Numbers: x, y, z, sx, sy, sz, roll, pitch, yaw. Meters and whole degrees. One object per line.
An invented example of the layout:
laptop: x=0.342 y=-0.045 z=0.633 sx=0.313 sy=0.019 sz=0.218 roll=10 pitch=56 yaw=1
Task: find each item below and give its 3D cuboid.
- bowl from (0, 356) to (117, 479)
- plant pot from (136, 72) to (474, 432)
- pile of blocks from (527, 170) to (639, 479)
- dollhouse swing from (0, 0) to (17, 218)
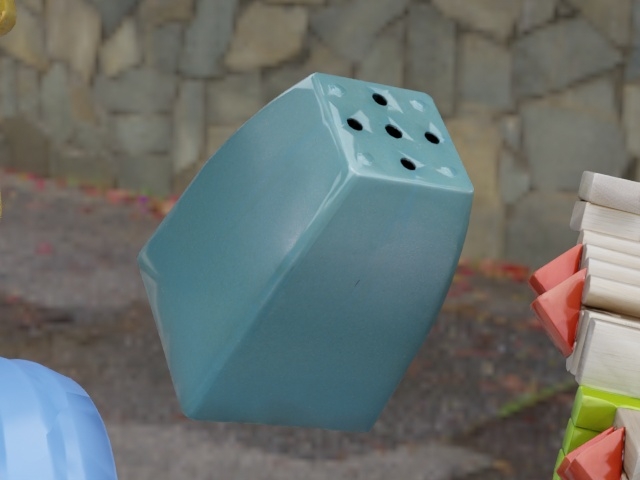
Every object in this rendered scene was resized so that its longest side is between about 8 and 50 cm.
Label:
bowl: x=-0.224 y=0.229 z=0.844 sx=0.077 sy=0.391 sz=0.391 roll=25 pitch=2 yaw=-27
plant pot: x=0.000 y=0.000 z=1.370 sx=0.165 sy=0.234 sz=0.165 roll=8 pitch=42 yaw=-31
pile of blocks: x=0.182 y=0.086 z=1.192 sx=0.113 sy=0.149 sz=0.362 roll=13 pitch=38 yaw=-3
dollhouse swing: x=-0.411 y=-0.165 z=1.418 sx=0.315 sy=0.305 sz=0.347 roll=9 pitch=-3 yaw=11
